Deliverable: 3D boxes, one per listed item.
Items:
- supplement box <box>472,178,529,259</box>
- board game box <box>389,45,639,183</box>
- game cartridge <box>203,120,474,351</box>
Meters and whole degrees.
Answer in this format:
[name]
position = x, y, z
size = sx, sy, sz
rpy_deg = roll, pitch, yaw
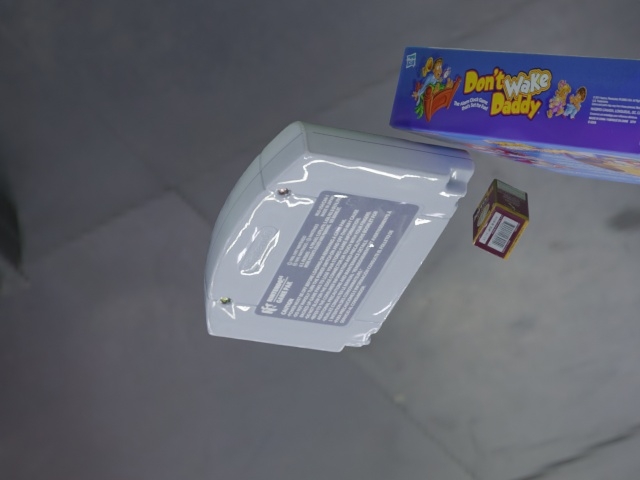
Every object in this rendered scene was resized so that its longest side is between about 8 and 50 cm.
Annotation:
[supplement box]
position = 0.196, -0.024, 2.036
size = 0.043, 0.083, 0.055
rpy_deg = 25, 111, -6
[board game box]
position = 0.261, -0.100, 1.629
size = 0.233, 0.078, 0.347
rpy_deg = 12, 179, -38
[game cartridge]
position = 0.000, 0.000, 1.772
size = 0.196, 0.060, 0.294
rpy_deg = 6, 141, -21
